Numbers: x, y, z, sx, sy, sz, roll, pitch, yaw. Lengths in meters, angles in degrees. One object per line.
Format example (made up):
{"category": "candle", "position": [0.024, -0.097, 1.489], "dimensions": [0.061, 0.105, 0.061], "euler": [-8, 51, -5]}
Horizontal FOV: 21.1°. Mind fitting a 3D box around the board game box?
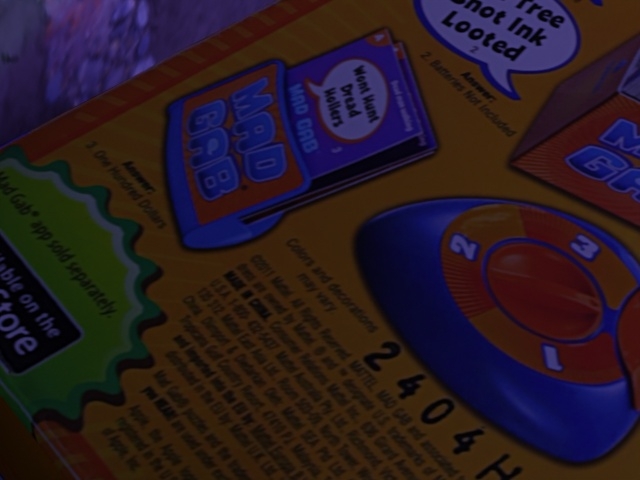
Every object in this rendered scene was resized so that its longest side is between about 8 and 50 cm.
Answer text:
{"category": "board game box", "position": [0.094, 0.125, 0.676], "dimensions": [0.356, 0.356, 0.356], "euler": [-31, 149, -22]}
